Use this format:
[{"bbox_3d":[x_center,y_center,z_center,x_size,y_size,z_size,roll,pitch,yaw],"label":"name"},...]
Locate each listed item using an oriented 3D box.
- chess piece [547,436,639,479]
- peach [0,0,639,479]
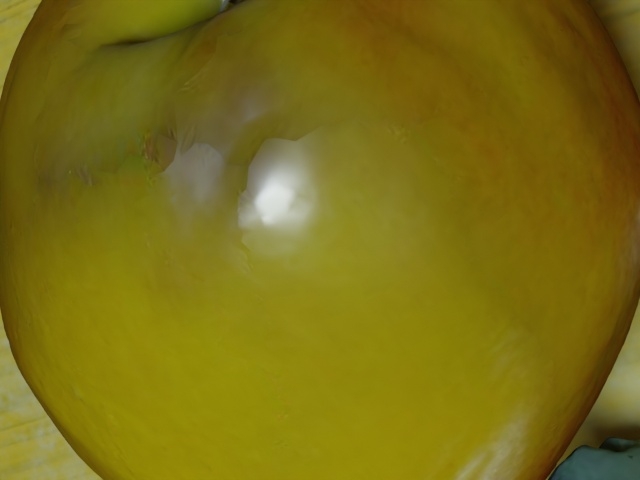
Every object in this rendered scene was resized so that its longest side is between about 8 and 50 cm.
[{"bbox_3d":[0.234,0.168,0.674,0.299,0.194,0.195,10,102,37],"label":"chess piece"},{"bbox_3d":[-0.001,-0.002,0.730,0.289,0.289,0.308,7,136,29],"label":"peach"}]
